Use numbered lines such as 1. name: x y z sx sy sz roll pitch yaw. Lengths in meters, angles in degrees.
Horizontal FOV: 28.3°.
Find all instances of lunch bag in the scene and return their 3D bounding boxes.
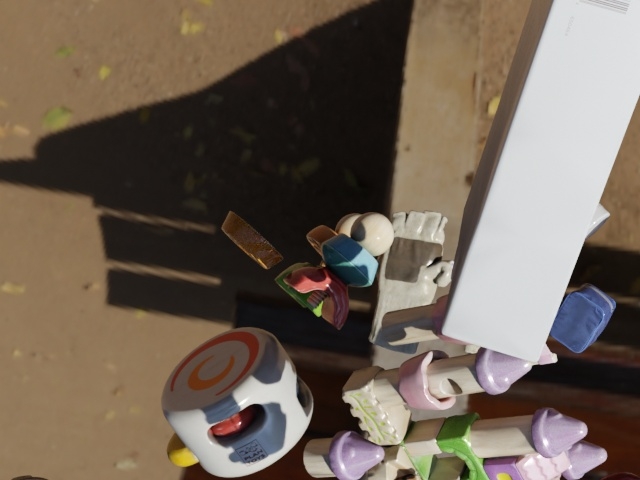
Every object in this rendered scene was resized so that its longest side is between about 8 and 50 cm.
1. lunch bag: 0.393 0.118 1.906 0.067 0.065 0.098 39 120 20

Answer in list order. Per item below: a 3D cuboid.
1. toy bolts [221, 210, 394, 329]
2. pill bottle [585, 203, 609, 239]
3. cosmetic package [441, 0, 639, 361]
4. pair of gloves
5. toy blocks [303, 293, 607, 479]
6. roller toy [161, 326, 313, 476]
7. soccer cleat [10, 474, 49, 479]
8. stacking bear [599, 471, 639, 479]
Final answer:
1. toy bolts: 0.000 0.000 1.772 0.218 0.158 0.228 44 174 -22
2. pill bottle: 0.284 -0.058 1.509 0.120 0.067 0.067 49 142 18
3. cosmetic package: 0.212 -0.125 1.131 0.097 0.284 0.377 16 116 1
4. pair of gloves: 0.189 0.063 1.773 0.240 0.204 0.042 5 175 20
5. toy blocks: 0.182 0.242 1.391 0.260 0.309 0.289 -12 117 38
6. roller toy: -0.116 0.235 1.806 0.191 0.209 0.146 -1 130 44
7. soccer cleat: -0.350 0.323 1.154 0.289 0.121 0.093 -36 112 -8
8. stacking bear: 0.118 0.255 0.585 0.175 0.289 0.164 25 179 35
